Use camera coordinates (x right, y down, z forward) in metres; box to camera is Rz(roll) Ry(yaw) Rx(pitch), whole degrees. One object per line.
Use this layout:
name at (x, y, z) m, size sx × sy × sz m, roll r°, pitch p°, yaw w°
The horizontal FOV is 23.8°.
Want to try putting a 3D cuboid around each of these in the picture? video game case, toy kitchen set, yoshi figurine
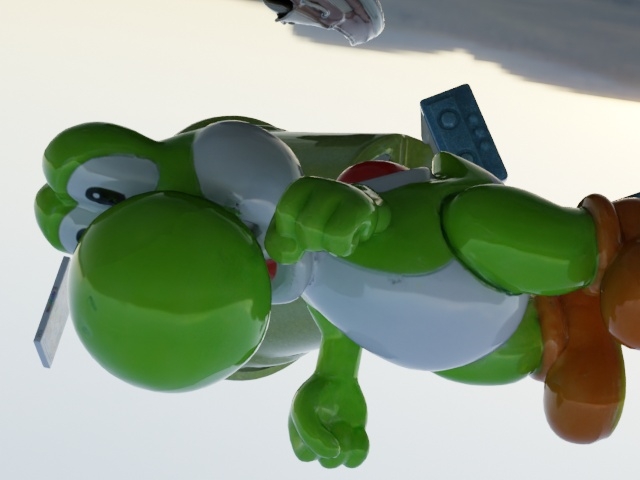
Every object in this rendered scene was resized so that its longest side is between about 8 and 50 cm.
video game case at (-0.335, 0.091, 1.928) m, size 0.011 × 0.122 × 0.087 m, roll 12°, pitch 153°, yaw 5°
toy kitchen set at (0.199, -0.065, 1.134) m, size 0.207 × 0.166 × 0.122 m, roll -20°, pitch 165°, yaw -5°
yoshi figurine at (0.011, 0.035, 0.850) m, size 0.362 × 0.203 × 0.203 m, roll 12°, pitch -179°, yaw -5°

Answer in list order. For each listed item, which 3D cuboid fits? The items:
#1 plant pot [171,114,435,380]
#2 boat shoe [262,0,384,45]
plant pot at (0.000, 0.000, 1.472) m, size 0.276 × 0.276 × 0.254 m, roll -2°, pitch 178°, yaw -42°
boat shoe at (-0.020, -0.310, 1.771) m, size 0.123 × 0.116 × 0.324 m, roll 60°, pitch -173°, yaw 28°
